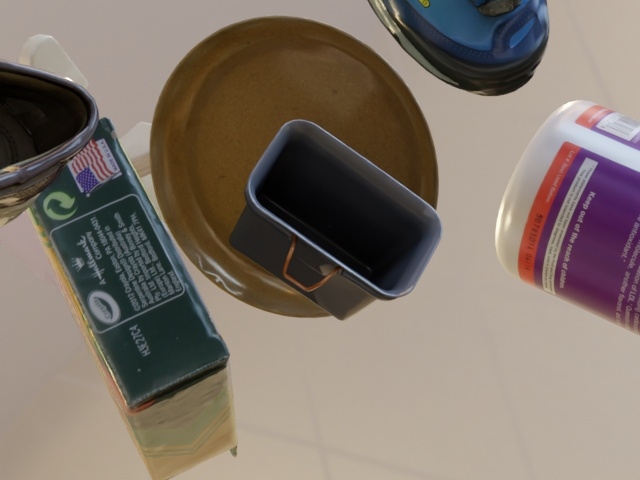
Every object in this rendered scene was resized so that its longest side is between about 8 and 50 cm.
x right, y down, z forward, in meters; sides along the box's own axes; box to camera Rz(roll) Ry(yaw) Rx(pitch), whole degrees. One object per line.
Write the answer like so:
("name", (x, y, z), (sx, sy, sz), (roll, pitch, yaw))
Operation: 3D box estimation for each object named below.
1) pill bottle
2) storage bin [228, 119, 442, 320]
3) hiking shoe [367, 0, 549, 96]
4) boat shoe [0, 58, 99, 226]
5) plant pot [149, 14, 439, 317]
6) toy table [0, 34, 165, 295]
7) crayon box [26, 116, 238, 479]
("pill bottle", (0.333, 0.008, 1.284), (0.181, 0.323, 0.182), (-47, -28, -35))
("storage bin", (0.000, 0.000, 0.997), (0.098, 0.135, 0.091), (-59, 5, -33))
("hiking shoe", (0.064, -0.231, 0.834), (0.113, 0.132, 0.304), (-20, -86, -8))
("boat shoe", (-0.216, -0.048, 0.615), (0.092, 0.103, 0.285), (-31, -15, 33))
("plant pot", (-0.019, -0.057, 1.086), (0.032, 0.236, 0.236), (-41, -26, -63))
("toy table", (-0.263, -0.069, 1.451), (0.161, 0.252, 0.274), (-51, -41, -20))
("crayon box", (-0.141, 0.066, 1.088), (0.081, 0.202, 0.318), (-26, -18, -11))
